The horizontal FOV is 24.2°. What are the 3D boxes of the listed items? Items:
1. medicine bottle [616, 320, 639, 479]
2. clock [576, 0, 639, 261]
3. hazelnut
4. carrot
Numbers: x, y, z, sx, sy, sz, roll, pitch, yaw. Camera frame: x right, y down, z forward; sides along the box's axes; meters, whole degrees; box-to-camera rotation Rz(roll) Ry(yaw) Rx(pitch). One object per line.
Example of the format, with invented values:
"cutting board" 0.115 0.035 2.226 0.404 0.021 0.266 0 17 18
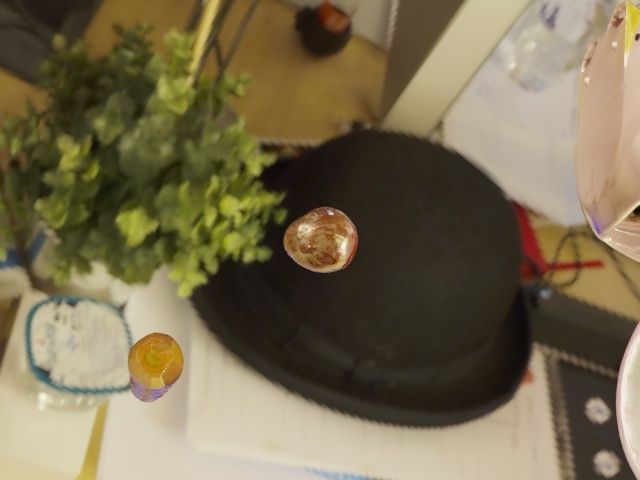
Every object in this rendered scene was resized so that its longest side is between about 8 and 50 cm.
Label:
"medicine bottle" 0.251 0.114 0.772 0.152 0.254 0.152 -9 65 20
"clock" 0.467 -0.088 1.568 0.377 0.368 0.250 9 75 -4
"hazelnut" 0.000 0.000 1.718 0.086 0.086 0.086 13 54 -19
"carrot" -0.128 0.101 1.136 0.042 0.170 0.042 2 77 -9
